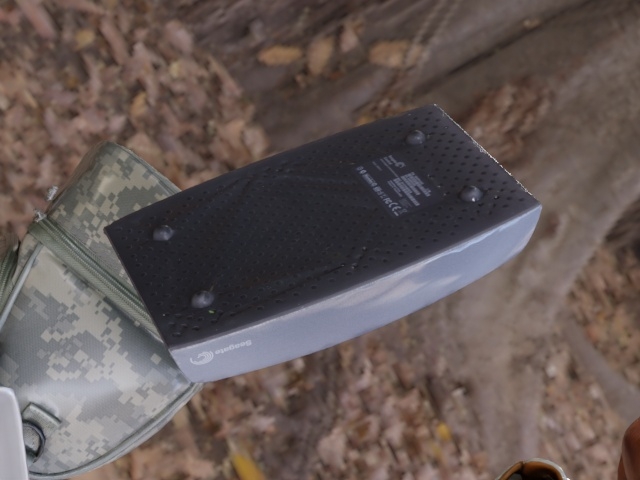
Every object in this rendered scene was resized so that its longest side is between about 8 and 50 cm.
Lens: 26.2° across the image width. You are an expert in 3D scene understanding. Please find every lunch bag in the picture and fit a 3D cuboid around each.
[{"bbox_3d":[-0.195,0.069,1.195,0.212,0.256,0.305,39,-6,-11],"label":"lunch bag"}]

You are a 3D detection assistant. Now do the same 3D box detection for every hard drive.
[{"bbox_3d":[0.000,0.000,0.914,0.172,0.255,0.054,-128,-159,-51],"label":"hard drive"}]

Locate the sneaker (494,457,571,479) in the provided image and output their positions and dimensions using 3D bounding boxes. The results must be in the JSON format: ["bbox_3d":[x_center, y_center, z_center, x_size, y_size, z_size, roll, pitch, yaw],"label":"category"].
[{"bbox_3d":[0.234,0.279,1.423,0.106,0.123,0.290,50,24,19],"label":"sneaker"}]

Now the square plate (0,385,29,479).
[{"bbox_3d":[-0.380,0.265,1.016,0.049,0.347,0.344,-124,-153,-51],"label":"square plate"}]

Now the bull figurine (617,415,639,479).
[{"bbox_3d":[0.276,0.124,0.664,0.101,0.310,0.188,21,61,-33],"label":"bull figurine"}]
